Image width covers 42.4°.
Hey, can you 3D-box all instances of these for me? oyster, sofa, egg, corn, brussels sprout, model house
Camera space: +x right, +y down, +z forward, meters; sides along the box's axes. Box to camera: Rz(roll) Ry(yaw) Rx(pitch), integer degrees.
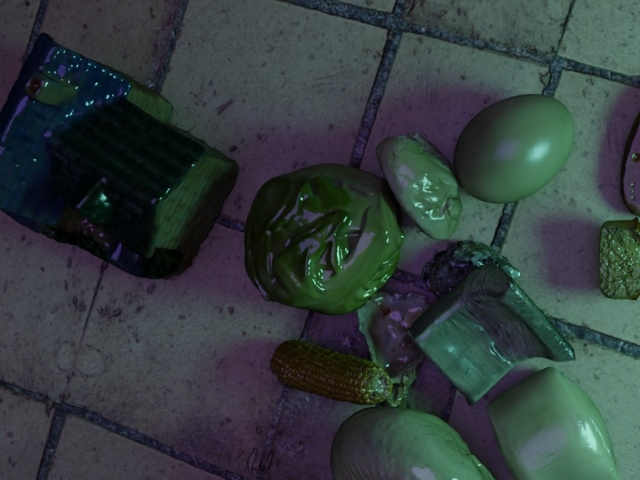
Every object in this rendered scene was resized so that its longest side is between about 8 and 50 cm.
[{"bbox_3d":[0.143,0.218,1.632,0.162,0.107,0.232,4,75,1],"label":"oyster"},{"bbox_3d":[0.309,0.186,1.523,0.225,0.176,0.210,-40,106,5],"label":"sofa"},{"bbox_3d":[0.363,-0.174,1.548,0.242,0.186,0.186,-37,81,7],"label":"egg"},{"bbox_3d":[0.291,0.060,1.621,0.177,0.064,0.125,-26,88,10],"label":"oyster"},{"bbox_3d":[0.013,0.259,1.599,0.293,0.106,0.106,7,89,47],"label":"corn"},{"bbox_3d":[0.000,0.000,1.598,0.328,0.247,0.328,0,89,17],"label":"brussels sprout"},{"bbox_3d":[-0.453,-0.143,1.627,0.445,0.400,0.395,32,92,11],"label":"model house"}]

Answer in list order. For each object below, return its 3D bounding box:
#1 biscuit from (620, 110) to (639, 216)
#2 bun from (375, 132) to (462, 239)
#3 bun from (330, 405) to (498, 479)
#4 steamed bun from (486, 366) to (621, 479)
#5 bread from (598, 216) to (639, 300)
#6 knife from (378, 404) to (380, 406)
[{"bbox_3d":[0.713,-0.153,1.539,0.277,0.052,0.262,13,96,12],"label":"biscuit"},{"bbox_3d":[0.198,-0.115,1.570,0.116,0.237,0.210,-29,42,12],"label":"bun"},{"bbox_3d":[0.187,0.445,1.528,0.361,0.361,0.213,29,50,12],"label":"bun"},{"bbox_3d":[0.434,0.376,1.528,0.200,0.155,0.250,-30,85,10],"label":"steamed bun"},{"bbox_3d":[0.562,0.032,1.530,0.086,0.125,0.156,0,98,20],"label":"bread"},{"bbox_3d":[0.102,0.314,1.681,0.091,0.005,0.014,42,96,10],"label":"knife"}]
